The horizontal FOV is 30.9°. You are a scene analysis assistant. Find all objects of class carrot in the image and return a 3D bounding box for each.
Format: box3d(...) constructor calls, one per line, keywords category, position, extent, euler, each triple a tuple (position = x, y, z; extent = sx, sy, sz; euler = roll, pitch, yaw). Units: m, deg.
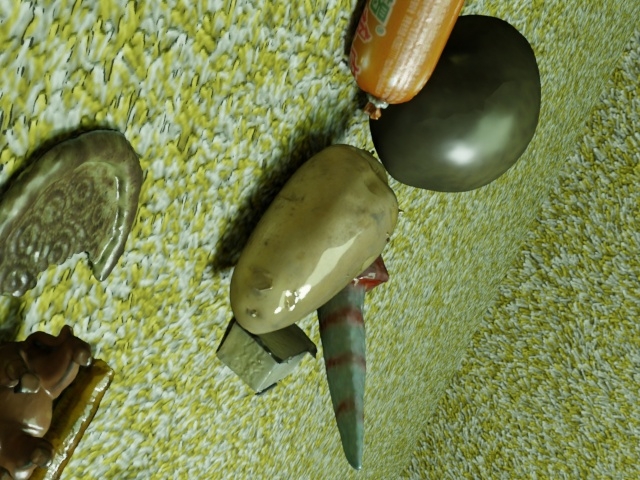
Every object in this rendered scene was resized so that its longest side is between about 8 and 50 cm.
box3d(category="carrot", position=(-0.231, 0.178, 1.014), extent=(0.170, 0.042, 0.042), euler=(-59, 164, -4))

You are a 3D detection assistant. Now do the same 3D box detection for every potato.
box3d(category="potato", position=(-0.060, 0.128, 1.346), extent=(0.061, 0.086, 0.122), euler=(-48, 168, 17))
box3d(category="potato", position=(0.001, -0.003, 1.194), extent=(0.235, 0.128, 0.161), euler=(-42, 158, -47))

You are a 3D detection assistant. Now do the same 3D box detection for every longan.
box3d(category="longan", position=(0.150, -0.146, 1.277), extent=(0.212, 0.198, 0.198), euler=(-50, 162, -38))

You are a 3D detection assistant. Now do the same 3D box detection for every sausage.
box3d(category="sausage", position=(0.102, -0.256, 1.108), extent=(0.093, 0.093, 0.312), euler=(-31, 150, -57))

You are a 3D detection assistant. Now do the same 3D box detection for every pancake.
box3d(category="pancake", position=(-0.192, -0.001, 0.842), extent=(0.190, 0.020, 0.184), euler=(-45, 160, -37))

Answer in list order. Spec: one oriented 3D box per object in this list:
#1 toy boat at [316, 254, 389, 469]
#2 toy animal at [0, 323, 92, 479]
box3d(category="toy boat", position=(0.031, 0.129, 1.338), extent=(0.206, 0.096, 0.282), euler=(124, -37, -66))
box3d(category="toy animal", position=(-0.248, 0.174, 0.853), extent=(0.230, 0.066, 0.224), euler=(-20, -129, 57))
